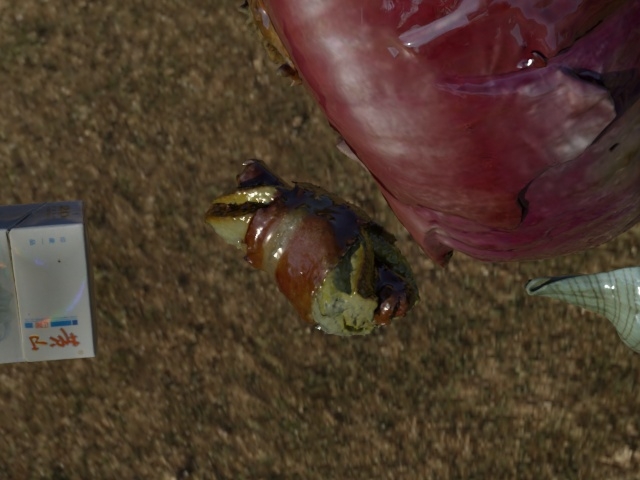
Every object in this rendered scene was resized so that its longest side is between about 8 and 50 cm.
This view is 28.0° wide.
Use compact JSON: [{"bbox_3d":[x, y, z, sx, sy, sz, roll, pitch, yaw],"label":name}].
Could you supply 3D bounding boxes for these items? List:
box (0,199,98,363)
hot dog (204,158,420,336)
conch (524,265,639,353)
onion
[{"bbox_3d":[-0.336,0.046,1.238,0.233,0.149,0.067,-5,29,-6],"label":"box"},{"bbox_3d":[0.000,0.000,1.164,0.213,0.103,0.146,40,25,18],"label":"hot dog"},{"bbox_3d":[0.326,0.064,1.184,0.234,0.137,0.114,-4,76,-38],"label":"conch"},{"bbox_3d":[0.092,-0.165,0.565,0.286,0.347,0.347,-20,54,15],"label":"onion"}]
